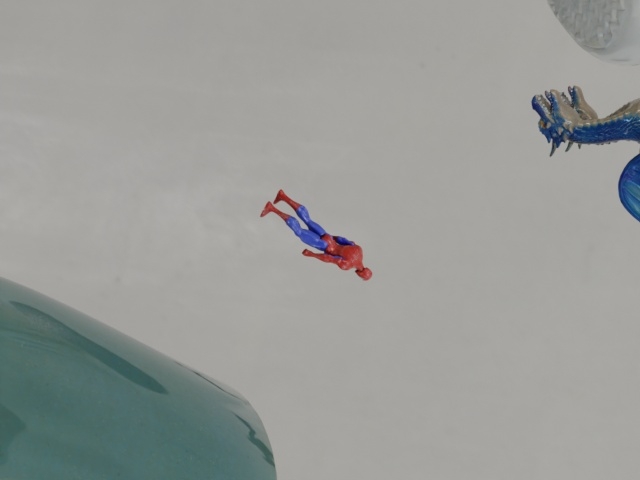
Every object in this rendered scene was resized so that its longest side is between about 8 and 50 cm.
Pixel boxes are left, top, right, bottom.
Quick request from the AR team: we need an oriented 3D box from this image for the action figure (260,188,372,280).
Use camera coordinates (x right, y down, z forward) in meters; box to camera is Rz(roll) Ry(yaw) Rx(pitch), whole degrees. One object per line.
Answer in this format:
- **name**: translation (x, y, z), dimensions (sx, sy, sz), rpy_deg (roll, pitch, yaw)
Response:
- **action figure**: translation (0.000, 0.000, 1.447), dimensions (0.115, 0.038, 0.030), rpy_deg (35, 131, 9)

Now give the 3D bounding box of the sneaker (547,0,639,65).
- **sneaker**: translation (0.137, -0.171, 0.567), dimensions (0.126, 0.091, 0.240), rpy_deg (3, 69, -15)

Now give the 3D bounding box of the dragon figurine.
- **dragon figurine**: translation (0.325, -0.061, 1.423), dimensions (0.289, 0.085, 0.144), rpy_deg (43, 133, 1)

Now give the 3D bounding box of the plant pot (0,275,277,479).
- **plant pot**: translation (-0.204, 0.138, 0.763), dimensions (0.293, 0.235, 0.293), rpy_deg (-34, 35, 28)
